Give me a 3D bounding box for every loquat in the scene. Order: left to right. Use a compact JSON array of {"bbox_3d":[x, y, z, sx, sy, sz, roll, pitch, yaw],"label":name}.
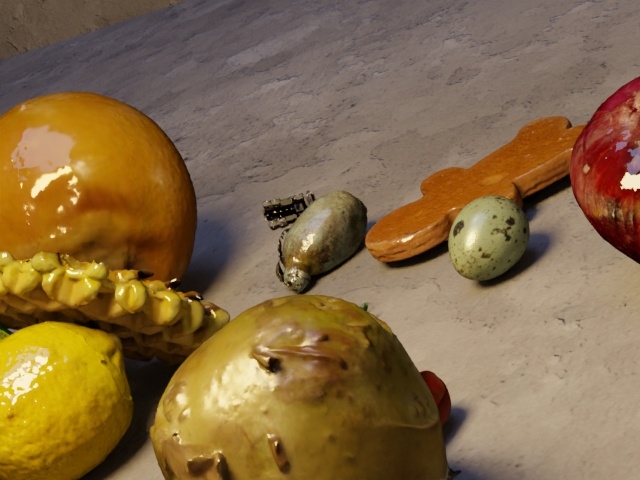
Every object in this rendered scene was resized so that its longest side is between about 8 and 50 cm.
[{"bbox_3d":[-0.316,-0.029,2.020,0.328,0.328,0.328,-21,20,8],"label":"loquat"}]

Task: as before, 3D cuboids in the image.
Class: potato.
[{"bbox_3d":[-0.023,0.148,1.317,0.246,0.196,0.299,-16,-4,-12],"label":"potato"}]

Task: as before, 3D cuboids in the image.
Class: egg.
[{"bbox_3d":[0.185,-0.001,1.732,0.085,0.085,0.110,-1,46,47],"label":"egg"}]

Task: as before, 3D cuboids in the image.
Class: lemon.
[{"bbox_3d":[-0.297,0.181,1.691,0.180,0.181,0.193,-8,37,38],"label":"lemon"}]

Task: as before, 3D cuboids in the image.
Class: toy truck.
[{"bbox_3d":[-0.043,-0.045,2.164,0.083,0.039,0.044,-14,9,31],"label":"toy truck"}]

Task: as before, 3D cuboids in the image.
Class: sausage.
[{"bbox_3d":[0.087,0.164,1.468,0.094,0.059,0.054,-46,-14,-45],"label":"sausage"}]

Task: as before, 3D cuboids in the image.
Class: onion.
[{"bbox_3d":[0.373,-0.067,1.538,0.246,0.190,0.246,-15,43,14],"label":"onion"}]

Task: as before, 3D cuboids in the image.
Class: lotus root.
[{"bbox_3d":[-0.002,-0.002,1.956,0.088,0.088,0.165,2,43,51],"label":"lotus root"}]

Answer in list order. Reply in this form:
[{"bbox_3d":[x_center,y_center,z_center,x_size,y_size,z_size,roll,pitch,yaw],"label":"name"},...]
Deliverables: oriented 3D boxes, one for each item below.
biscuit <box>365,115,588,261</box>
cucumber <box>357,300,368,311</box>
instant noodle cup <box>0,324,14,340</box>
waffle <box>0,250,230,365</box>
[{"bbox_3d":[0.199,-0.058,1.909,0.324,0.049,0.205,-30,20,-16],"label":"biscuit"},{"bbox_3d":[0.019,0.123,1.652,0.056,0.056,0.250,-17,22,19],"label":"cucumber"},{"bbox_3d":[-0.461,0.186,1.853,0.207,0.207,0.232,-34,15,-26],"label":"instant noodle cup"},{"bbox_3d":[-0.272,0.077,1.777,0.329,0.329,0.062,-6,68,41],"label":"waffle"}]
